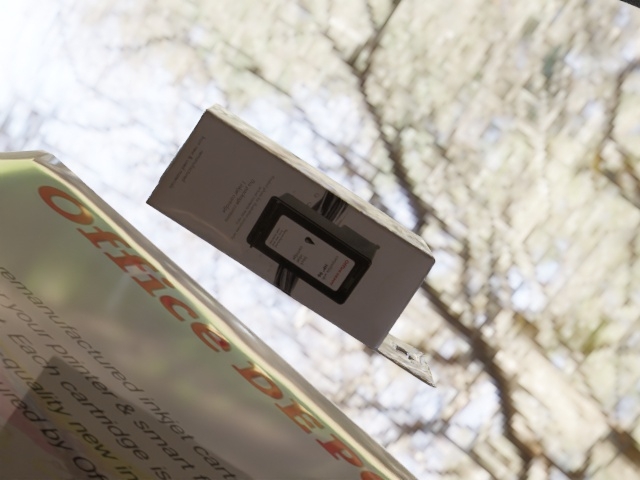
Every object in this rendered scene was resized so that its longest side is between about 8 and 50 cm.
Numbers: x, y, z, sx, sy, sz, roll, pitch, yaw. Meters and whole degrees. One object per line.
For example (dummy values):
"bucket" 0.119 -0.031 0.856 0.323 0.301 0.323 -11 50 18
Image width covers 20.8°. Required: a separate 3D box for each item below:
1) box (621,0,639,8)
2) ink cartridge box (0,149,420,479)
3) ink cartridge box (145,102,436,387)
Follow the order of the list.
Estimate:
"box" 0.146 -0.119 0.417 0.184 0.045 0.191 25 -117 13
"ink cartridge box" -0.120 0.114 0.406 0.198 0.197 0.270 40 -160 18
"ink cartridge box" 0.000 0.000 0.437 0.083 0.028 0.048 33 -175 -4
